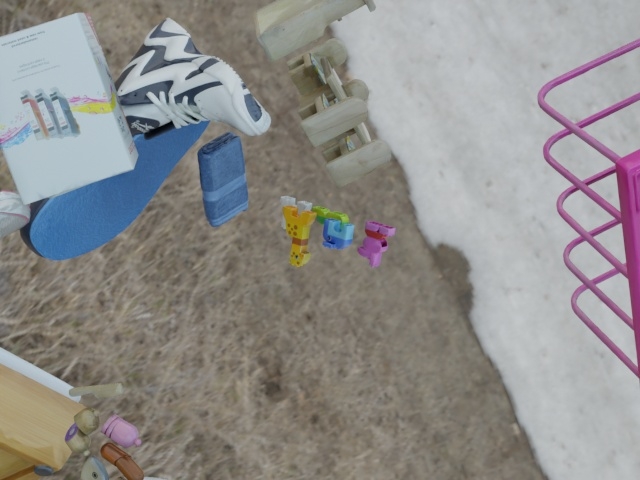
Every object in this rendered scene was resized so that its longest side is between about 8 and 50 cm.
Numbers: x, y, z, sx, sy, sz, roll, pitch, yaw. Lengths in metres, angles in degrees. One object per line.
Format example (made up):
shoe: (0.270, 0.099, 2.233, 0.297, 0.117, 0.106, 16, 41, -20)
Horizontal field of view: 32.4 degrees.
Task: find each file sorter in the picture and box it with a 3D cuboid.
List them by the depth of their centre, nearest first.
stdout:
file sorter: (0.340, -0.034, 1.066, 0.202, 0.182, 0.291, -26, 128, -10)

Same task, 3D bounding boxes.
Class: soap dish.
soap dish: (-0.465, 0.240, 1.377, 0.229, 0.290, 0.118, 38, 39, -38)

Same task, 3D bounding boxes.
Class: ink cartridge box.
ink cartridge box: (-0.286, -0.145, 1.198, 0.127, 0.128, 0.176, -18, 103, -3)

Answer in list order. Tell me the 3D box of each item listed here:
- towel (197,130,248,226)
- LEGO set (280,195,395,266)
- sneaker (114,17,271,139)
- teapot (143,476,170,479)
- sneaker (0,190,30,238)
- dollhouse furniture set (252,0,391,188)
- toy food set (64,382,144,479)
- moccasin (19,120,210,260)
towel: (-0.127, -0.078, 1.415, 0.067, 0.119, 0.029, -33, 48, -31)
LEGO set: (0.000, 0.000, 1.808, 0.087, 0.227, 0.093, -9, 112, -51)
sneaker: (-0.173, -0.158, 1.330, 0.235, 0.153, 0.094, 43, -3, 30)
teapot: (-0.208, 0.375, 1.199, 0.252, 0.187, 0.256, 20, 74, 6)
sneaker: (-0.441, 0.037, 1.307, 0.252, 0.103, 0.111, -39, 84, -28)
dollhouse furniture set: (0.034, -0.243, 1.559, 0.242, 0.161, 0.212, 58, 10, -31)
toy food set: (-0.180, 0.183, 0.926, 0.019, 0.078, 0.122, -27, 106, -62)
moccasin: (-0.287, -0.103, 1.524, 0.342, 0.116, 0.138, -45, 135, -28)
